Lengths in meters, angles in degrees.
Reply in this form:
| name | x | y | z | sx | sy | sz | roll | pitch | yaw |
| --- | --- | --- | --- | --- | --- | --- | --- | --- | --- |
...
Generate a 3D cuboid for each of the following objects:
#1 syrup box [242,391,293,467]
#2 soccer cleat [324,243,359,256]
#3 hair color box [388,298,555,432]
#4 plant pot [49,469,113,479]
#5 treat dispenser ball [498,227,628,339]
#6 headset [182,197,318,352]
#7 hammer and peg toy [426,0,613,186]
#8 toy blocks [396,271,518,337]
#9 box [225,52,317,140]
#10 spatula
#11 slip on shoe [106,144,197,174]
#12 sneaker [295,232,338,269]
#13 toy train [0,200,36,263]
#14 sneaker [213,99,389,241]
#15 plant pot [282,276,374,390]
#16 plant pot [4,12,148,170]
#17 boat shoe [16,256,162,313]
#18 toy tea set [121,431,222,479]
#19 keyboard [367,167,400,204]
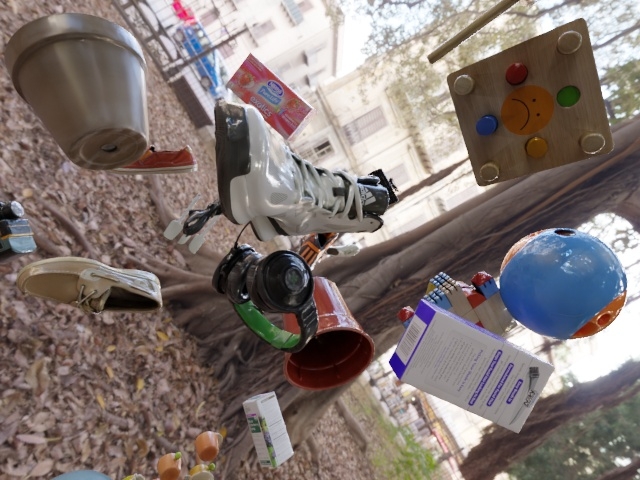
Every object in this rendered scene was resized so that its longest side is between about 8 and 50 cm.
| name | x | y | z | sx | sy | sz | roll | pitch | yaw |
| --- | --- | --- | --- | --- | --- | --- | --- | --- | --- |
| syrup box | -0.194 | 0.691 | 1.474 | 0.096 | 0.093 | 0.237 | -9 | 76 | -49 |
| soccer cleat | 0.110 | 0.056 | 2.089 | 0.076 | 0.196 | 0.068 | -129 | -141 | -77 |
| hair color box | 0.359 | 0.300 | 0.968 | 0.338 | 0.185 | 0.110 | 27 | 4 | -8 |
| plant pot | -0.646 | 0.723 | 1.037 | 0.290 | 0.290 | 0.195 | 60 | -21 | -17 |
| treat dispenser ball | 0.620 | 0.112 | 1.042 | 0.288 | 0.288 | 0.288 | 60 | 0 | 1 |
| headset | -0.149 | 0.092 | 0.852 | 0.243 | 0.185 | 0.394 | 7 | -57 | 39 |
| hammer and peg toy | 0.387 | -0.308 | 0.798 | 0.127 | 0.265 | 0.362 | -37 | 108 | -56 |
| toy blocks | 0.394 | 0.220 | 1.191 | 0.261 | 0.381 | 0.191 | 56 | -1 | -19 |
| box | -0.175 | -0.523 | 1.487 | 0.300 | 0.154 | 0.142 | 42 | 12 | -2 |
| spatula | -0.552 | -0.078 | 1.763 | 0.168 | 0.242 | 0.019 | 38 | -1 | -26 |
| slip on shoe | -0.611 | -0.287 | 1.425 | 0.123 | 0.331 | 0.101 | -113 | -161 | -72 |
| sneaker | 0.000 | 0.000 | 1.602 | 0.124 | 0.180 | 0.321 | 38 | 18 | -8 |
| toy train | -1.051 | 0.000 | 1.224 | 0.142 | 0.333 | 0.190 | -51 | 120 | -87 |
| sneaker | -0.010 | -0.103 | 0.662 | 0.447 | 0.257 | 0.169 | 79 | 6 | -81 |
| plant pot | -0.005 | 0.270 | 1.250 | 0.272 | 0.272 | 0.265 | 61 | 4 | -38 |
| plant pot | -0.585 | -0.348 | 1.034 | 0.323 | 0.323 | 0.281 | 62 | 4 | -77 |
| boat shoe | -0.588 | 0.128 | 1.052 | 0.341 | 0.122 | 0.110 | 10 | 27 | -36 |
| toy tea set | -0.465 | 0.739 | 1.291 | 0.124 | 0.336 | 0.200 | 35 | -34 | 61 |
| keyboard | 0.296 | -0.241 | 1.819 | 0.192 | 0.100 | 0.038 | 54 | 17 | -29 |
